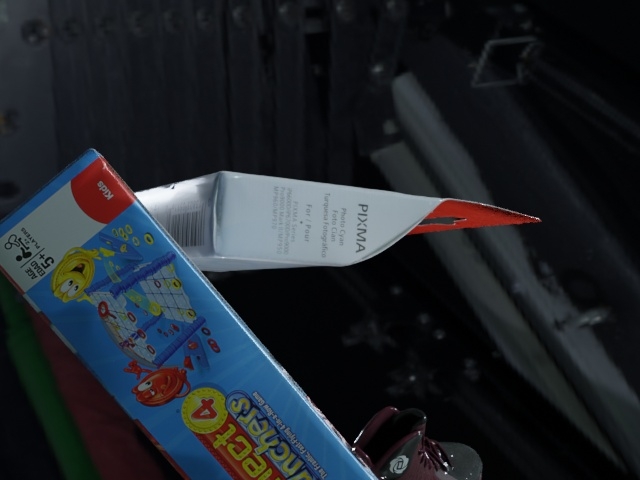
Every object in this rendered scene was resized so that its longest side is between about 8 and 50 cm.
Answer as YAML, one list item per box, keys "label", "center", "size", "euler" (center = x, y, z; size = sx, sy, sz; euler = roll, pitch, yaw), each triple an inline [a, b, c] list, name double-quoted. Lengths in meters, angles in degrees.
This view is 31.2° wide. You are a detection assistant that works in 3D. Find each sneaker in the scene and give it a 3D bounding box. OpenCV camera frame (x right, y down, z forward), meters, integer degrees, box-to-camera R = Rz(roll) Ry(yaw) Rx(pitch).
- label: "sneaker"
  center: [0.137, 0.287, 1.534]
  size: [0.106, 0.281, 0.162]
  euler: [39, -57, 36]

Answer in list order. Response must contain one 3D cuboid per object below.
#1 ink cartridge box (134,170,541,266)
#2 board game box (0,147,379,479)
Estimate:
- label: "ink cartridge box"
  center: [0.000, 0.000, 1.280]
  size: [0.308, 0.385, 0.091]
  euler: [-6, -102, 62]
- label: "board game box"
  center: [-0.090, 0.083, 0.799]
  size: [0.302, 0.086, 0.308]
  euler: [51, -7, -7]
